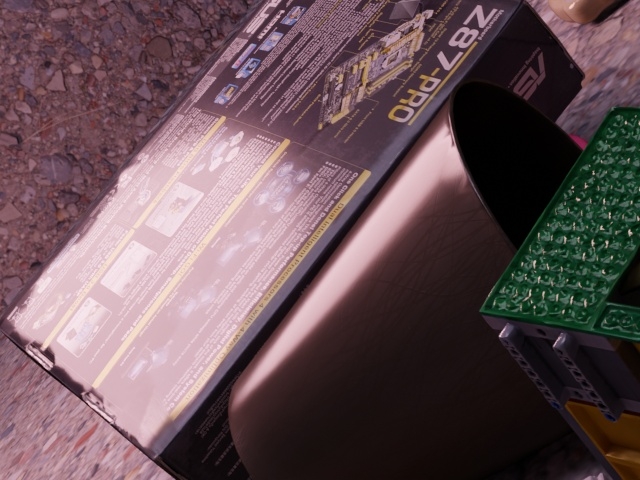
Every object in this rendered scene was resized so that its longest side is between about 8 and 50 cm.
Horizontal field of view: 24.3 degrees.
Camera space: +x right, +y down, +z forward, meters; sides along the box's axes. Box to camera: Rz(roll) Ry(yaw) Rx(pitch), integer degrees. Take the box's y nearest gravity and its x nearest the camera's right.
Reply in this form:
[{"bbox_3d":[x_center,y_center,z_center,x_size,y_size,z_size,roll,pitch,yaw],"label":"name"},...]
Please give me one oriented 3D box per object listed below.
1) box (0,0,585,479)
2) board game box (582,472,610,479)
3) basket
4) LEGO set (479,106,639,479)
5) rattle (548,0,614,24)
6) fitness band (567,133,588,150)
[{"bbox_3d":[-0.038,-0.025,1.101,0.395,0.097,0.318,-52,31,-10],"label":"box"},{"bbox_3d":[0.017,0.244,0.614,0.305,0.053,0.193,-37,21,21],"label":"board game box"},{"bbox_3d":[0.064,0.059,0.836,0.227,0.154,0.204,-46,52,29],"label":"basket"},{"bbox_3d":[0.230,0.004,0.511,0.255,0.192,0.331,-2,49,45],"label":"LEGO set"},{"bbox_3d":[0.225,-0.287,1.354,0.130,0.142,0.200,-59,13,31],"label":"rattle"},{"bbox_3d":[0.089,0.038,1.020,0.291,0.054,0.209,-37,17,35],"label":"fitness band"}]
